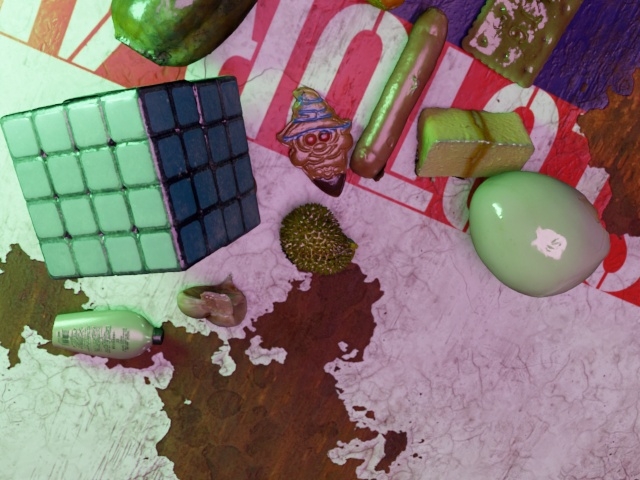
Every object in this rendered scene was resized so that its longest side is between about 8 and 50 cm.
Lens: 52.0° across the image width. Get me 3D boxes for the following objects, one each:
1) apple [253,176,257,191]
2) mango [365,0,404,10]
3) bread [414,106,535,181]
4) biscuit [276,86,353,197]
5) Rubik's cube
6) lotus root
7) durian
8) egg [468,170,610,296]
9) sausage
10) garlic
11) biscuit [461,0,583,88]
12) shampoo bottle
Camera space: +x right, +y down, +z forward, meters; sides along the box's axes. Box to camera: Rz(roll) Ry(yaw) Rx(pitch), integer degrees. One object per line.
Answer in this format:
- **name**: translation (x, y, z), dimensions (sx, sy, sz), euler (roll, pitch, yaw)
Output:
- **apple**: translation (-0.212, -0.119, 1.534), dimensions (0.126, 0.102, 0.126), euler (-3, 113, -8)
- **mango**: translation (0.155, -0.629, 1.426), dimensions (0.154, 0.126, 0.252), euler (16, 97, -1)
- **bread**: translation (0.370, -0.235, 1.587), dimensions (0.266, 0.142, 0.178), euler (-1, 91, -10)
- **biscuit**: translation (-0.004, -0.231, 1.569), dimensions (0.183, 0.043, 0.280), euler (-17, 105, 0)
- **Rubik's cube**: translation (-0.358, -0.135, 1.327), dimensions (0.344, 0.337, 0.344), euler (-4, 108, 23)
- **lotus root**: translation (-0.271, -0.514, 1.338), dimensions (0.250, 0.250, 0.346), euler (38, 98, -17)
- **durian**: translation (-0.012, 0.008, 1.578), dimensions (0.159, 0.146, 0.198), euler (-37, 105, 6)
- **egg**: translation (0.511, -0.020, 1.581), dimensions (0.345, 0.283, 0.283), euler (40, 97, -5)
- **sausage**: translation (0.187, -0.338, 1.531), dimensions (0.094, 0.094, 0.418), euler (12, 107, -52)
- **garlic**: translation (-0.265, 0.153, 1.619), dimensions (0.175, 0.099, 0.124), euler (13, 123, -8)
- **biscuit**: translation (0.496, -0.545, 1.543), dimensions (0.217, 0.044, 0.324), euler (29, 101, -14)
- **shampoo bottle**: translation (-0.513, 0.228, 1.604), dimensions (0.257, 0.078, 0.127), euler (6, 101, -8)
